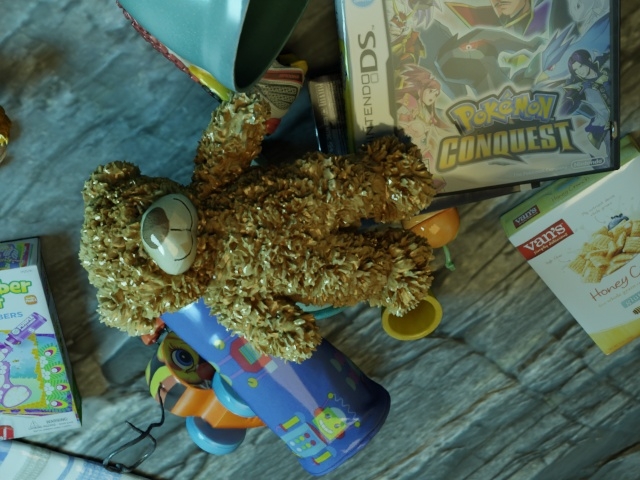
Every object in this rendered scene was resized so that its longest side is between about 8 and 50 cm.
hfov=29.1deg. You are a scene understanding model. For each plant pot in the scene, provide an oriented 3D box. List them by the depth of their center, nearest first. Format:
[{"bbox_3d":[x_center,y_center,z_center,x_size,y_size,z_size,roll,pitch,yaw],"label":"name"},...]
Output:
[{"bbox_3d":[-0.089,-0.288,0.968,0.196,0.293,0.293,25,123,3],"label":"plant pot"}]

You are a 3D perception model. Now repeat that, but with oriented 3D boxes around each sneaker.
[{"bbox_3d":[-0.105,-0.197,1.148,0.225,0.088,0.093,38,92,-32],"label":"sneaker"}]

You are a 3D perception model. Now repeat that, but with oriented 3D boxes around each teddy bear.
[{"bbox_3d":[-0.044,-0.008,1.121,0.338,0.113,0.245,15,96,-20],"label":"teddy bear"}]

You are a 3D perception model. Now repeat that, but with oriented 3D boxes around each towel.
[{"bbox_3d":[-0.347,0.344,1.541,0.285,0.034,0.209,22,120,-25],"label":"towel"}]

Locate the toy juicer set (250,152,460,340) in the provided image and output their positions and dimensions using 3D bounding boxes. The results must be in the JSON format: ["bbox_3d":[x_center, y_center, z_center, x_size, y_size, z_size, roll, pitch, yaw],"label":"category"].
[{"bbox_3d":[0.000,0.000,1.304,0.329,0.089,0.209,10,125,-18],"label":"toy juicer set"}]

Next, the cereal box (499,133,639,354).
[{"bbox_3d":[0.337,0.011,1.402,0.173,0.047,0.240,-35,126,16],"label":"cereal box"}]

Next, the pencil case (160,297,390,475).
[{"bbox_3d":[-0.064,0.095,1.249,0.119,0.133,0.306,-41,98,4],"label":"pencil case"}]

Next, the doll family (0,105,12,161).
[{"bbox_3d":[-0.375,-0.115,1.124,0.163,0.118,0.263,-18,128,3],"label":"doll family"}]

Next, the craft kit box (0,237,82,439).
[{"bbox_3d":[-0.405,0.123,1.347,0.249,0.061,0.247,-9,126,-4],"label":"craft kit box"}]

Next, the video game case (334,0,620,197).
[{"bbox_3d":[0.156,-0.169,1.194,0.274,0.035,0.248,-8,113,-6],"label":"video game case"}]

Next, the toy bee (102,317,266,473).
[{"bbox_3d":[-0.120,0.143,1.371,0.195,0.162,0.298,-41,151,19],"label":"toy bee"}]

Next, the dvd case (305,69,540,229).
[{"bbox_3d":[0.106,-0.108,1.244,0.221,0.018,0.165,-13,110,-6],"label":"dvd case"}]
